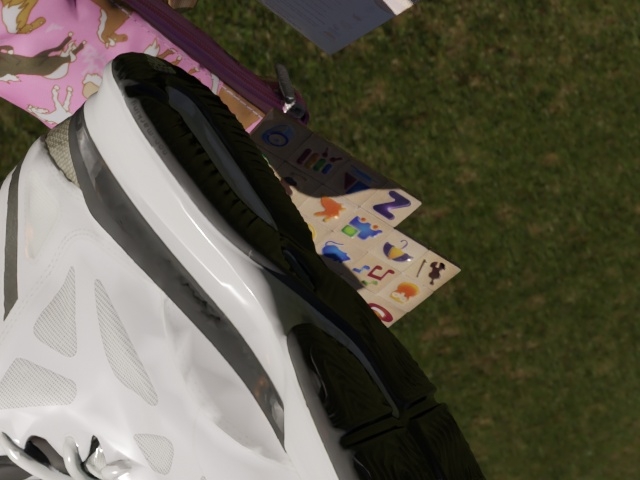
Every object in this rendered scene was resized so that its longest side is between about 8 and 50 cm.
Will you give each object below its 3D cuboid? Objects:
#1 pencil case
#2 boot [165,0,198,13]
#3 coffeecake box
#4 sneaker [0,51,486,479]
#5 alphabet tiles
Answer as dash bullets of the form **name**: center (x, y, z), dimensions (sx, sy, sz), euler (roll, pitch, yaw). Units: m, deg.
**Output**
- **pencil case**: center (-0.173, -0.154, 0.922), dimensions (0.167, 0.160, 0.386), euler (-52, 133, 6)
- **boot**: center (-0.224, -0.223, 1.222), dimensions (0.152, 0.073, 0.197), euler (-27, 155, -35)
- **coffeecake box**: center (0.025, -0.277, 1.056), dimensions (0.142, 0.068, 0.185), euler (33, 144, -29)
- **sneaker**: center (-0.078, 0.130, 0.689), dimensions (0.257, 0.447, 0.169), euler (-38, 167, 20)
- **alphabet tiles**: center (0.000, 0.000, 0.987), dimensions (0.237, 0.009, 0.198), euler (30, 131, -21)
